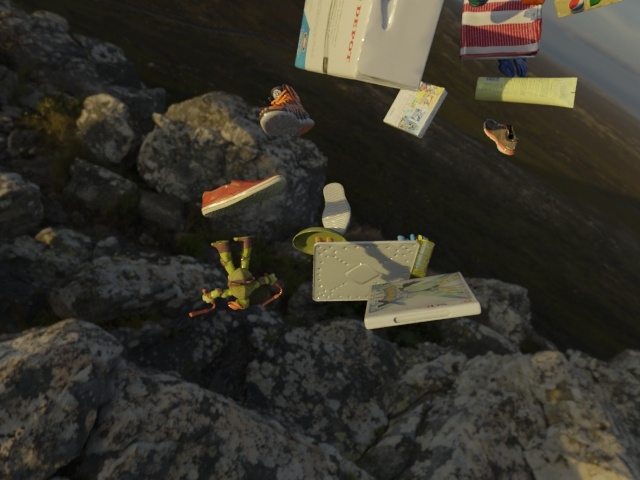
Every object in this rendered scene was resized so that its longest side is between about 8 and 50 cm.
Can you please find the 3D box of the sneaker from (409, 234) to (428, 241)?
[{"bbox_3d":[0.487,0.021,2.218,0.059,0.144,0.053,7,66,-24],"label":"sneaker"}]

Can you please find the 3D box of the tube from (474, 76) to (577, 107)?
[{"bbox_3d":[0.534,-0.392,1.153,0.240,0.070,0.062,9,23,21],"label":"tube"}]

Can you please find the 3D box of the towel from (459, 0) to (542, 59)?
[{"bbox_3d":[0.575,-0.730,1.393,0.237,0.328,0.037,5,-11,18],"label":"towel"}]

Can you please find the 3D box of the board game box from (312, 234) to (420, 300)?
[{"bbox_3d":[0.166,0.116,1.759,0.390,0.389,0.050,-1,51,-3],"label":"board game box"}]

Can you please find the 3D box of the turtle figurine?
[{"bbox_3d":[-0.239,0.105,1.219,0.270,0.217,0.087,-12,9,-21],"label":"turtle figurine"}]

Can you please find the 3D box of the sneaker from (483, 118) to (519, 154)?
[{"bbox_3d":[0.536,-0.317,1.282,0.061,0.064,0.157,3,46,-21],"label":"sneaker"}]

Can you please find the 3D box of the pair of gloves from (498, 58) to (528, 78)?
[{"bbox_3d":[0.668,-0.622,1.533,0.159,0.023,0.198,53,55,-17],"label":"pair of gloves"}]

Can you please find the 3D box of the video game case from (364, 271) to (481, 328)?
[{"bbox_3d":[0.288,0.169,1.297,0.300,0.036,0.329,-10,8,11],"label":"video game case"}]

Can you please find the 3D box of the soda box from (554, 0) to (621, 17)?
[{"bbox_3d":[0.831,-0.754,1.355,0.061,0.181,0.058,51,59,-36],"label":"soda box"}]

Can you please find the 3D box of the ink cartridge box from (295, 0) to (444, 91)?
[{"bbox_3d":[0.097,-0.517,1.009,0.166,0.285,0.395,3,23,-24],"label":"ink cartridge box"}]

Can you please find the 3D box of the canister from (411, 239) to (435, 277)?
[{"bbox_3d":[0.468,0.084,2.062,0.074,0.169,0.126,20,-3,-7],"label":"canister"}]

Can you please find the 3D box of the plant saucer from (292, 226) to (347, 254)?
[{"bbox_3d":[0.000,0.000,1.923,0.241,0.241,0.037,15,61,-23],"label":"plant saucer"}]

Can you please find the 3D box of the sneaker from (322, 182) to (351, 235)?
[{"bbox_3d":[0.086,-0.117,2.074,0.135,0.150,0.365,-9,41,10],"label":"sneaker"}]

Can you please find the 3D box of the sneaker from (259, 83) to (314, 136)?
[{"bbox_3d":[-0.157,-0.495,1.649,0.180,0.125,0.321,61,24,5],"label":"sneaker"}]

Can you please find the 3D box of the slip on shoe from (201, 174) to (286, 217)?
[{"bbox_3d":[-0.282,-0.178,1.577,0.123,0.332,0.101,23,51,-71],"label":"slip on shoe"}]

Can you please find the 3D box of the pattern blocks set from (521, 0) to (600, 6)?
[{"bbox_3d":[0.536,-0.657,1.018,0.325,0.026,0.285,26,-8,-4],"label":"pattern blocks set"}]

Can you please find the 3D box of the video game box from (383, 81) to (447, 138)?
[{"bbox_3d":[0.383,-0.541,1.782,0.187,0.205,0.048,37,12,39],"label":"video game box"}]

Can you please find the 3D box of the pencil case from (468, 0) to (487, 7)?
[{"bbox_3d":[0.441,-0.733,1.232,0.064,0.070,0.152,55,11,25],"label":"pencil case"}]
